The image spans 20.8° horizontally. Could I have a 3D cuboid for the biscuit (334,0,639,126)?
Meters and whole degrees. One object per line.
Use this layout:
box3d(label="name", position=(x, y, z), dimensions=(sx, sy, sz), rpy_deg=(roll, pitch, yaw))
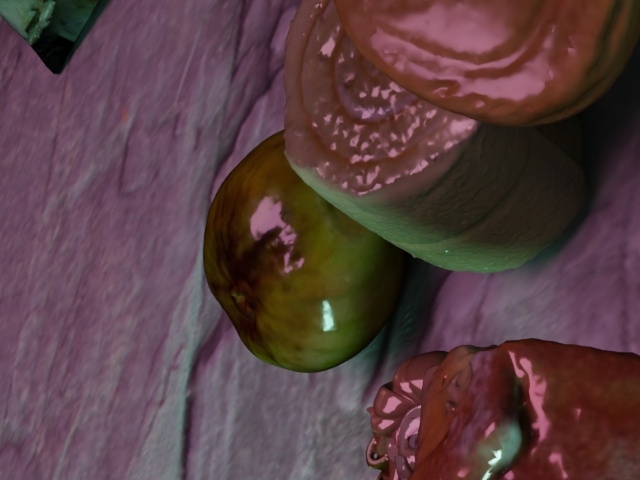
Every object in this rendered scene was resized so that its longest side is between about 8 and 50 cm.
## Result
box3d(label="biscuit", position=(0.142, -0.229, 0.839), dimensions=(0.269, 0.051, 0.376), rpy_deg=(23, 81, 30))

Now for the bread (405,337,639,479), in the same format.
box3d(label="bread", position=(0.130, 0.124, 0.765), dimensions=(0.190, 0.244, 0.123), rpy_deg=(-6, 68, 46))

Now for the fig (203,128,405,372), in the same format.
box3d(label="fig", position=(-0.009, 0.003, 1.050), dimensions=(0.136, 0.121, 0.153), rpy_deg=(33, 111, 45))

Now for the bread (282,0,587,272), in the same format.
box3d(label="bread", position=(0.058, -0.068, 0.932), dimensions=(0.134, 0.141, 0.148), rpy_deg=(-28, 59, 20))

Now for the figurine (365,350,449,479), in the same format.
box3d(label="figurine", position=(0.059, 0.143, 0.963), dimensions=(0.114, 0.126, 0.157), rpy_deg=(77, -163, -49))

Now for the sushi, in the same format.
box3d(label="sushi", position=(-0.273, -0.275, 1.453), dimensions=(0.134, 0.109, 0.273), rpy_deg=(-55, 45, 33))
